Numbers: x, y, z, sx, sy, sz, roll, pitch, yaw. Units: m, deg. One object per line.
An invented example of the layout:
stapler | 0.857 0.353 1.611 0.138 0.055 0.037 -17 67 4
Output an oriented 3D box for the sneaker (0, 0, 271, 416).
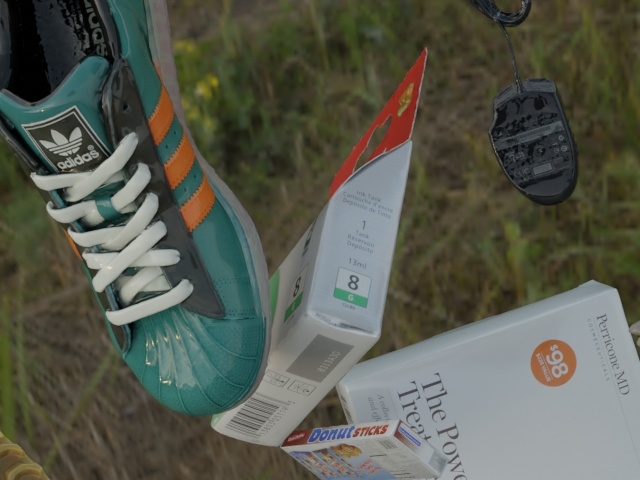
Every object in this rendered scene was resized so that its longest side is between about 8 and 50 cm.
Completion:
sneaker | -0.121 -0.040 0.981 0.108 0.121 0.302 -21 87 21

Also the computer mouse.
computer mouse | 0.169 -0.147 1.535 0.071 0.242 0.041 -15 6 13

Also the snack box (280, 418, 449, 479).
snack box | 0.037 0.190 1.577 0.178 0.064 0.022 -15 40 55

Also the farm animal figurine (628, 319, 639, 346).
farm animal figurine | 0.303 0.035 1.173 0.172 0.330 0.327 3 89 -7

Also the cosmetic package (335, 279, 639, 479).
cosmetic package | 0.206 0.263 1.746 0.284 0.377 0.097 -20 7 -7

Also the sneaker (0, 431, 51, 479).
sneaker | -0.119 0.079 0.492 0.069 0.084 0.185 -37 71 -24

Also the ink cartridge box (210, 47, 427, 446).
ink cartridge box | 0.000 0.000 1.148 0.056 0.181 0.225 18 57 -13
